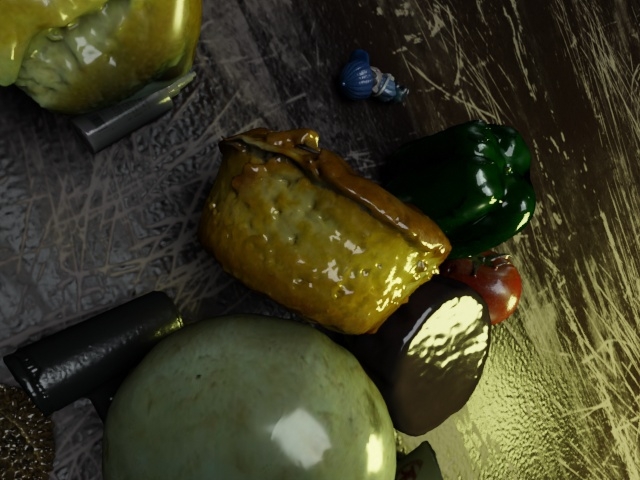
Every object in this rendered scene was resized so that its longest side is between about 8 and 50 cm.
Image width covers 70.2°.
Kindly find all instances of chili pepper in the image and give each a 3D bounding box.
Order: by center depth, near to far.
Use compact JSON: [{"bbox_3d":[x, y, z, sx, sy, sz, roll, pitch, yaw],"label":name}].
[{"bbox_3d":[0.252,-0.095,0.847,0.233,0.257,0.248,0,77,-27],"label":"chili pepper"}]

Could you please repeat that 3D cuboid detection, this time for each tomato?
[{"bbox_3d":[0.326,0.097,0.938,0.167,0.167,0.167,3,84,-30],"label":"tomato"}]

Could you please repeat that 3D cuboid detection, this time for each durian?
[{"bbox_3d":[-0.380,0.268,0.537,0.148,0.091,0.188,-39,107,-29],"label":"durian"}]

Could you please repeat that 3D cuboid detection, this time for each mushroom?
[{"bbox_3d":[-0.078,0.251,0.557,0.352,0.352,0.260,51,19,-17],"label":"mushroom"}]

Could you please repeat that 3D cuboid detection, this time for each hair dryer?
[{"bbox_3d":[-0.267,0.214,0.615,0.197,0.089,0.251,-29,114,-41],"label":"hair dryer"}]

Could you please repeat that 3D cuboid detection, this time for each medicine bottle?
[{"bbox_3d":[-0.262,-0.201,0.667,0.199,0.058,0.057,-43,107,-26],"label":"medicine bottle"}]

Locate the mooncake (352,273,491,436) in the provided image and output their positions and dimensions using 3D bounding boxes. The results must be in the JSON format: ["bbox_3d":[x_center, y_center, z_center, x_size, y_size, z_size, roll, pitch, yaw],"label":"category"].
[{"bbox_3d":[0.173,0.190,0.808,0.283,0.141,0.283,-14,114,-35],"label":"mooncake"}]

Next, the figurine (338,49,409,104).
[{"bbox_3d":[0.101,-0.306,0.886,0.149,0.086,0.087,9,121,-41],"label":"figurine"}]

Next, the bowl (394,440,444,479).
[{"bbox_3d":[0.144,0.519,0.740,0.157,0.337,0.337,-12,92,1],"label":"bowl"}]

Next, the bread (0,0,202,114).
[{"bbox_3d":[-0.302,-0.298,0.528,0.239,0.395,0.264,-35,129,-10],"label":"bread"}]

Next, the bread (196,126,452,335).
[{"bbox_3d":[-0.002,-0.001,0.634,0.337,0.358,0.204,24,85,18],"label":"bread"}]
